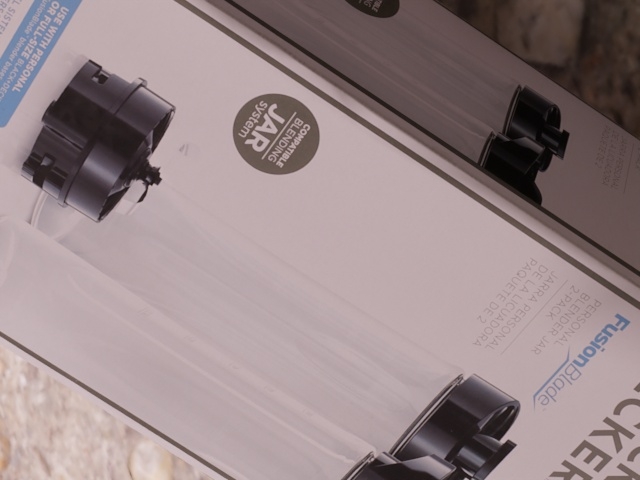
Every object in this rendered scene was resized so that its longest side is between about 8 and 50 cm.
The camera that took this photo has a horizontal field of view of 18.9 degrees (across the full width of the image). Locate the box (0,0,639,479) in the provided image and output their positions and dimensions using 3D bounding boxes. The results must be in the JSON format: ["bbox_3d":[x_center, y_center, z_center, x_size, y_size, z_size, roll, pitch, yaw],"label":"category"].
[{"bbox_3d":[0.000,0.000,0.660,0.290,0.087,0.169,34,123,-8],"label":"box"}]
